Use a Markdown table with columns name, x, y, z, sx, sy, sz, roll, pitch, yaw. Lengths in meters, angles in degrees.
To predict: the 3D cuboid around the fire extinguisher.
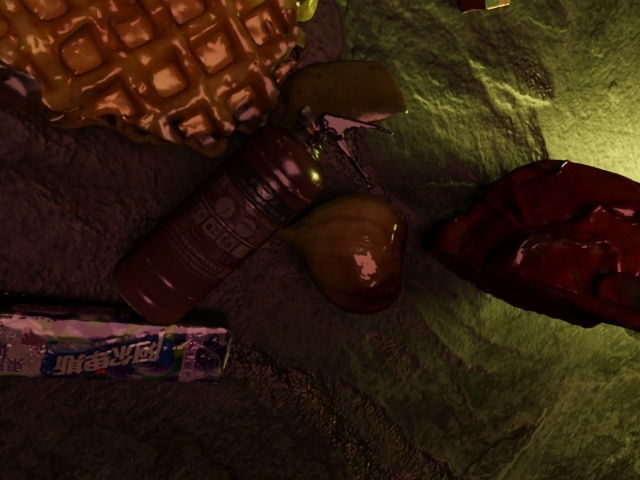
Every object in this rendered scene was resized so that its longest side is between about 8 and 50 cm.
| name | x | y | z | sx | sy | sz | roll | pitch | yaw |
| --- | --- | --- | --- | --- | --- | --- | --- | --- | --- |
| fire extinguisher | -0.070 | -0.035 | 0.571 | 0.344 | 0.102 | 0.138 | -40 | 107 | 8 |

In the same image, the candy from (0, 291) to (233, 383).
| name | x | y | z | sx | sy | sz | roll | pitch | yaw |
| --- | --- | --- | --- | --- | --- | --- | --- | --- | --- |
| candy | -0.266 | 0.122 | 0.600 | 0.313 | 0.061 | 0.088 | 9 | 102 | -23 |

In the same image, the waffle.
| name | x | y | z | sx | sy | sz | roll | pitch | yaw |
| --- | --- | --- | --- | --- | --- | --- | --- | --- | --- |
| waffle | -0.188 | -0.288 | 0.513 | 0.382 | 0.095 | 0.379 | 16 | 96 | -21 |

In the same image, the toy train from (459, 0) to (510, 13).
| name | x | y | z | sx | sy | sz | roll | pitch | yaw |
| --- | --- | --- | --- | --- | --- | --- | --- | --- | --- |
| toy train | 0.273 | -0.390 | 0.684 | 0.176 | 0.074 | 0.118 | -20 | 120 | -21 |

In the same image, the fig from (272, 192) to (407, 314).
| name | x | y | z | sx | sy | sz | roll | pitch | yaw |
| --- | --- | --- | --- | --- | --- | --- | --- | --- | --- |
| fig | 0.012 | -0.002 | 0.640 | 0.231 | 0.143 | 0.160 | 29 | 61 | -18 |

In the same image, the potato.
| name | x | y | z | sx | sy | sz | roll | pitch | yaw |
| --- | --- | --- | --- | --- | --- | --- | --- | --- | --- |
| potato | 0.015 | -0.177 | 0.603 | 0.149 | 0.120 | 0.081 | -22 | 111 | -16 |

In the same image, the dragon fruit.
| name | x | y | z | sx | sy | sz | roll | pitch | yaw |
| --- | --- | --- | --- | --- | --- | --- | --- | --- | --- |
| dragon fruit | 0.355 | -0.023 | 0.674 | 0.228 | 0.329 | 0.286 | 35 | 90 | -19 |
